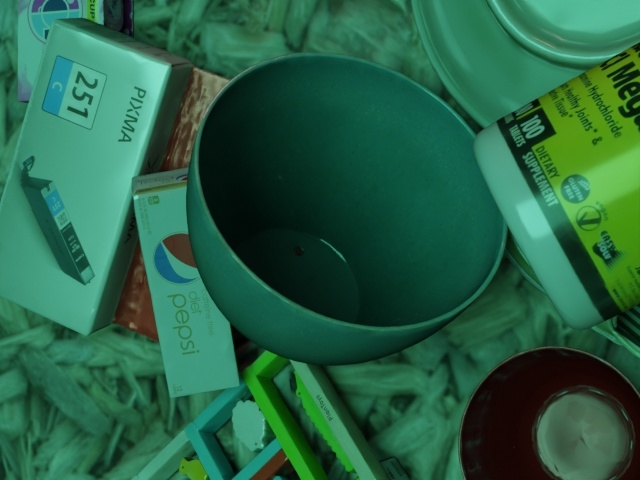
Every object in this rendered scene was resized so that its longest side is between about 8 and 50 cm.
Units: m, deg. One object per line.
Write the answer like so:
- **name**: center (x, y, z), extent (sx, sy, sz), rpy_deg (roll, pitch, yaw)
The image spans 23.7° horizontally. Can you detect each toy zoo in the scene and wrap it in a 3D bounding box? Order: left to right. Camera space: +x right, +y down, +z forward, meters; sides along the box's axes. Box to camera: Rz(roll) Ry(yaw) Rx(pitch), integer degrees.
- **toy zoo**: center (-0.082, 0.256, 1.521), extent (0.293, 0.030, 0.192), rpy_deg (-45, 56, 18)

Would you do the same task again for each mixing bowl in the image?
- **mixing bowl**: center (0.225, 0.183, 1.373), extent (0.181, 0.098, 0.181), rpy_deg (0, 89, 25)

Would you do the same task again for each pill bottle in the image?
- **pill bottle**: center (0.307, -0.082, 1.227), extent (0.334, 0.188, 0.188), rpy_deg (-29, 78, 9)

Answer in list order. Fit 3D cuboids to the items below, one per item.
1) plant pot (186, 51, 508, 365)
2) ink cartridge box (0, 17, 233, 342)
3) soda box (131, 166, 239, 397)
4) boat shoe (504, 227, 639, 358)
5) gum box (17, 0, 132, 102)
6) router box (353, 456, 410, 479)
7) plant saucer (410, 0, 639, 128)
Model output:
- **plant pot**: center (0.000, 0.000, 1.406), extent (0.290, 0.290, 0.195), rpy_deg (53, 146, 16)
- **ink cartridge box**: center (-0.186, -0.043, 1.538), extent (0.261, 0.066, 0.296), rpy_deg (22, 105, 13)
- **soda box**: center (-0.132, 0.041, 1.502), extent (0.074, 0.069, 0.216), rpy_deg (-10, 108, -4)
- **boat shoe**: center (0.276, 0.040, 1.352), extent (0.302, 0.094, 0.109), rpy_deg (35, 104, 21)
- **gum box**: center (-0.259, -0.240, 1.616), extent (0.107, 0.062, 0.188), rpy_deg (-1, 90, 24)
- **router box**: center (0.067, 0.320, 1.472), extent (0.133, 0.046, 0.179), rpy_deg (-42, 73, 20)
- **plant saucer**: center (0.252, -0.260, 1.354), extent (0.400, 0.100, 0.400), rpy_deg (1, 92, 24)
